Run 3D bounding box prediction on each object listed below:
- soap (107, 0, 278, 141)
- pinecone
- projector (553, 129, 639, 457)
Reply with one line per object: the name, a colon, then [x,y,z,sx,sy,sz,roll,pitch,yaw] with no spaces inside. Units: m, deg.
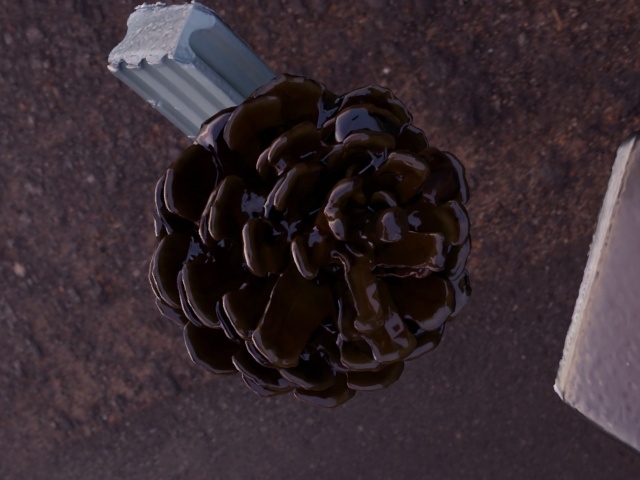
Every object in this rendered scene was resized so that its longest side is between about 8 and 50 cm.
soap: [-0.127,-0.187,1.156,0.150,0.094,0.261,3,153,39]
pinecone: [0.000,0.000,0.436,0.174,0.174,0.173,18,123,31]
projector: [0.528,0.096,1.062,0.405,0.242,0.394,27,110,52]
